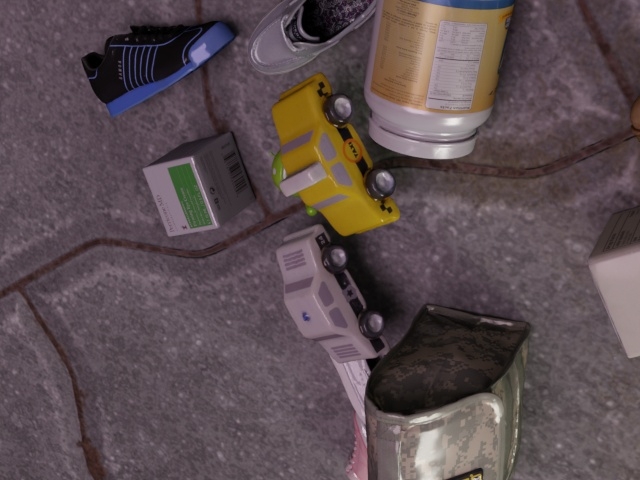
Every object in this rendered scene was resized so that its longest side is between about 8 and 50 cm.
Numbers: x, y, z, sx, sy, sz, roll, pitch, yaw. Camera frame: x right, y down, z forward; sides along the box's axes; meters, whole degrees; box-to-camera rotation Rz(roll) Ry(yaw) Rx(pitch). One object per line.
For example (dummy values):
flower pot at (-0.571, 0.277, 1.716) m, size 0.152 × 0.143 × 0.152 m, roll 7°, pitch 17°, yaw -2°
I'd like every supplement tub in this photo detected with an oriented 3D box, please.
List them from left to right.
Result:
supplement tub at (0.125, -0.203, 1.087) m, size 0.144 × 0.144 × 0.200 m, roll 18°, pitch 119°, yaw 19°

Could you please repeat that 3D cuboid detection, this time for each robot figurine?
robot figurine at (-0.010, -0.085, 1.254) m, size 0.115 × 0.067 × 0.101 m, roll 10°, pitch 128°, yaw 23°

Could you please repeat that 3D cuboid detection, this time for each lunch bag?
lunch bag at (0.141, 0.242, 1.193) m, size 0.169 × 0.287 × 0.235 m, roll 10°, pitch 115°, yaw 23°

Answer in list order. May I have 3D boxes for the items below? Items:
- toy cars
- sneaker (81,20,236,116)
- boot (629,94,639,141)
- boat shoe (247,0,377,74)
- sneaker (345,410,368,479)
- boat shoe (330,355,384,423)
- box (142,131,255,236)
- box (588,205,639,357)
toy cars at (0.000, 0.000, 1.181) m, size 0.176 × 0.087 × 0.394 m, roll 29°, pitch 137°, yaw 32°
sneaker at (-0.214, -0.238, 1.281) m, size 0.232 × 0.081 × 0.090 m, roll -22°, pitch 108°, yaw 34°
boot at (0.318, -0.245, 0.967) m, size 0.269 × 0.089 × 0.236 m, roll 51°, pitch 149°, yaw -4°
boat shoe at (-0.009, -0.258, 1.168) m, size 0.227 × 0.081 × 0.079 m, roll -26°, pitch 99°, yaw 33°
sneaker at (0.057, 0.293, 1.399) m, size 0.070 × 0.051 × 0.134 m, roll -15°, pitch 109°, yaw 26°
boat shoe at (0.072, 0.180, 1.340) m, size 0.063 × 0.066 × 0.184 m, roll -25°, pitch 89°, yaw 34°
box at (-0.157, -0.073, 1.314) m, size 0.087 × 0.102 × 0.101 m, roll -9°, pitch 109°, yaw 32°
box at (0.447, 0.006, 1.019) m, size 0.311 × 0.148 × 0.121 m, roll -18°, pitch 103°, yaw 33°
